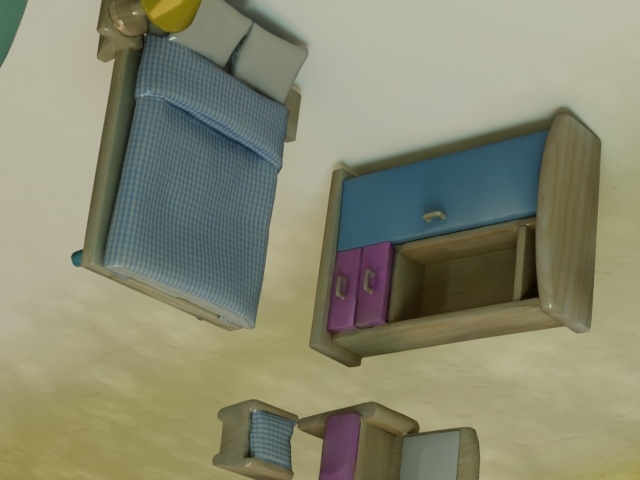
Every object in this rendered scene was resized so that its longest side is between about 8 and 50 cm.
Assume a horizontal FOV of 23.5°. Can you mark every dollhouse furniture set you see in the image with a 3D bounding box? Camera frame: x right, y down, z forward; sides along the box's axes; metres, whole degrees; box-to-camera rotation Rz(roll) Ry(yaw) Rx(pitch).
[{"bbox_3d":[0.000,0.000,0.932,0.198,0.286,0.303,-13,150,40],"label":"dollhouse furniture set"}]

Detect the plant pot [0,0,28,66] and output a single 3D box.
[{"bbox_3d":[-0.268,-0.188,0.781,0.235,0.293,0.293,11,153,-24],"label":"plant pot"}]
